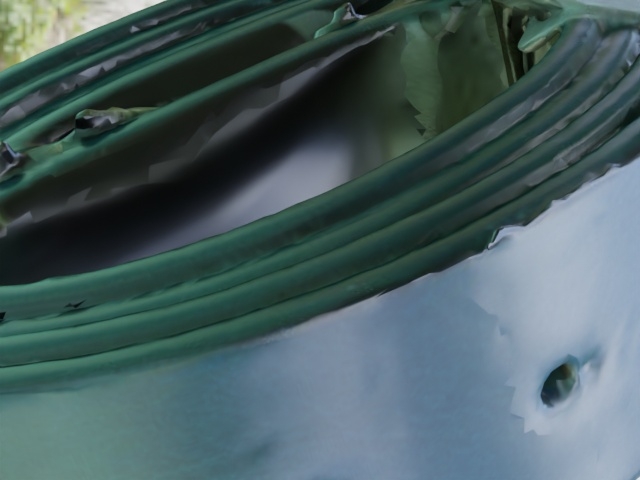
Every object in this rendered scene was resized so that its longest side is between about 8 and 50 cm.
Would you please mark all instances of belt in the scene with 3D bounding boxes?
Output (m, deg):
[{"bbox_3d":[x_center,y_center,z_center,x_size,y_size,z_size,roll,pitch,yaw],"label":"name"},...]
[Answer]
[{"bbox_3d":[-0.001,0.001,0.553,0.300,0.437,0.173,30,-37,47],"label":"belt"}]
